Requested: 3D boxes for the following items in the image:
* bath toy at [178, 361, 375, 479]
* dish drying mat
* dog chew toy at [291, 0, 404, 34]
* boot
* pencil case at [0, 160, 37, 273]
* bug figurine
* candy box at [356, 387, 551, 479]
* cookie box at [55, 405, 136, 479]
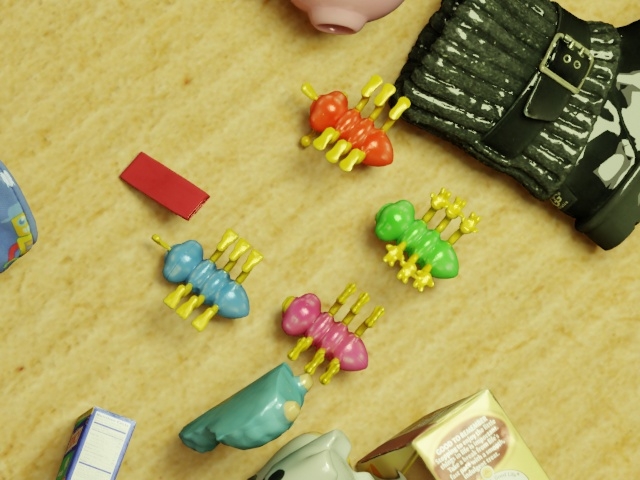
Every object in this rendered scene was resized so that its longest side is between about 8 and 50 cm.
[{"bbox_3d":[0.022,0.274,1.397,0.129,0.151,0.348,-33,90,16],"label":"bath toy"},{"bbox_3d":[-0.136,-0.047,1.474,0.083,0.008,0.032,32,73,27],"label":"dish drying mat"},{"bbox_3d":[0.036,-0.349,1.512,0.206,0.206,0.332,10,84,-11],"label":"dog chew toy"},{"bbox_3d":[0.249,-0.192,1.552,0.260,0.131,0.348,36,73,-3],"label":"boot"},{"bbox_3d":[-0.374,0.038,1.361,0.306,0.119,0.133,-38,129,-18],"label":"pencil case"},{"bbox_3d":[0.000,0.000,1.479,0.216,0.072,0.279,43,77,6],"label":"bug figurine"},{"bbox_3d":[0.168,0.285,1.396,0.087,0.183,0.316,-32,86,-19],"label":"candy box"},{"bbox_3d":[-0.193,0.195,1.381,0.040,0.092,0.107,22,73,-11],"label":"cookie box"}]
